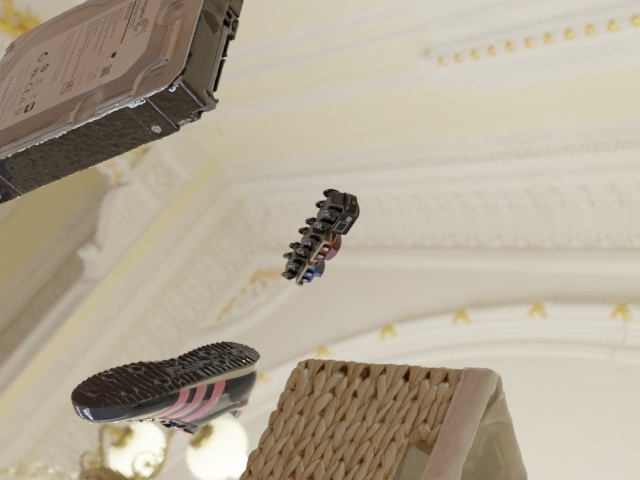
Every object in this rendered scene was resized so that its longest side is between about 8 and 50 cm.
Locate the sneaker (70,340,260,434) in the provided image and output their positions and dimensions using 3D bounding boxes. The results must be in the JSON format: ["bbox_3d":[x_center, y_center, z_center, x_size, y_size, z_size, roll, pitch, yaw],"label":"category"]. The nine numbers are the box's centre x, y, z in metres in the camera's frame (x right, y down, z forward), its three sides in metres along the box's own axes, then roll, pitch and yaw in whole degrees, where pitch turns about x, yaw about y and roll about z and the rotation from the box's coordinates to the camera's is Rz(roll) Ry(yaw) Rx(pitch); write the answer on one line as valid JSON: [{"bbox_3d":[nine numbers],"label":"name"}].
[{"bbox_3d":[-0.229,0.250,1.678,0.319,0.131,0.112,-9,-153,-37],"label":"sneaker"}]

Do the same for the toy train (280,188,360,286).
[{"bbox_3d":[0.000,0.000,0.923,0.158,0.036,0.027,125,-27,-61],"label":"toy train"}]

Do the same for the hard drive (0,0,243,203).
[{"bbox_3d":[-0.242,-0.182,1.207,0.339,0.064,0.236,-16,-134,30],"label":"hard drive"}]

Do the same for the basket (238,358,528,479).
[{"bbox_3d":[0.072,0.352,1.271,0.267,0.331,0.328,4,-138,27],"label":"basket"}]
